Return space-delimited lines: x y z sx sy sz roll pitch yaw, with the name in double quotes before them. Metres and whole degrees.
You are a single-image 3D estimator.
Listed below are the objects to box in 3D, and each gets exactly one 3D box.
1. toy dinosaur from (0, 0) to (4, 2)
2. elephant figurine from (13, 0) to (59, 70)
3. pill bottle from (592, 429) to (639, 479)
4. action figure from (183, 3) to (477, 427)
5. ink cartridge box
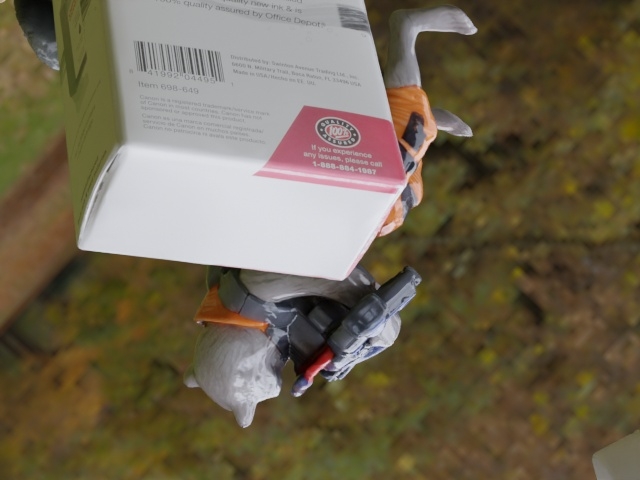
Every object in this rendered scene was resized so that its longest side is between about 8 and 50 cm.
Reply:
"toy dinosaur" -0.215 -0.225 1.463 0.064 0.211 0.112 67 43 -72
"elephant figurine" -0.180 -0.221 1.693 0.186 0.239 0.169 -41 -165 -19
"pill bottle" 0.382 0.174 1.666 0.283 0.161 0.161 -27 -177 -3
"action figure" 0.000 0.000 1.576 0.330 0.178 0.341 -57 179 -18
"ink cartridge box" -0.057 -0.095 1.079 0.092 0.158 0.218 120 -31 -45
